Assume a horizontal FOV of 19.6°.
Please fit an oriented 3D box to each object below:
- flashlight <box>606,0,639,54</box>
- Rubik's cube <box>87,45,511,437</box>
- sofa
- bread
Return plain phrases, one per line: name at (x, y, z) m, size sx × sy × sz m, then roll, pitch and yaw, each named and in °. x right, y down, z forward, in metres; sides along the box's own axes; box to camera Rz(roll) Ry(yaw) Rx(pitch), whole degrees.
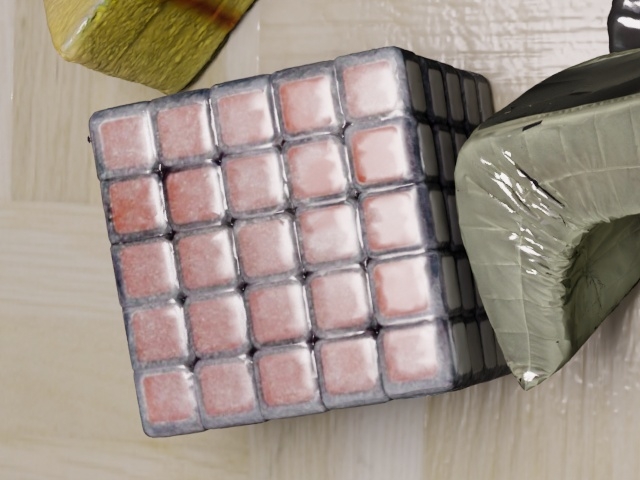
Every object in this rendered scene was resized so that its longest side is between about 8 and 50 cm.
flashlight at (0.403, -0.130, 1.271) m, size 0.424 × 0.103 × 0.103 m, roll 7°, pitch 94°, yaw 20°
Rubik's cube at (0.000, 0.000, 1.326) m, size 0.237 × 0.237 × 0.238 m, roll -8°, pitch 90°, yaw 19°
sofa at (0.228, -0.029, 1.224) m, size 0.225 × 0.210 × 0.176 m, roll -12°, pitch 104°, yaw 31°
bread at (-0.146, -0.226, 1.354) m, size 0.163 × 0.264 × 0.167 m, roll 43°, pitch 98°, yaw 10°
